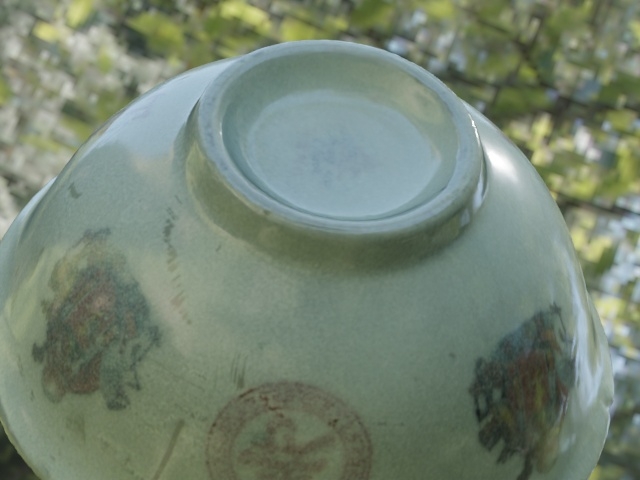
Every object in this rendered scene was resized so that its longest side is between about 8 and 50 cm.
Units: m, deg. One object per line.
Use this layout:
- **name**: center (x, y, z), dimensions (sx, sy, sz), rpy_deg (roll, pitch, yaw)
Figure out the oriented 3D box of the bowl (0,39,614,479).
- **bowl**: center (0.000, 0.000, 1.264), dimensions (0.435, 0.435, 0.196), rpy_deg (20, -44, 7)
